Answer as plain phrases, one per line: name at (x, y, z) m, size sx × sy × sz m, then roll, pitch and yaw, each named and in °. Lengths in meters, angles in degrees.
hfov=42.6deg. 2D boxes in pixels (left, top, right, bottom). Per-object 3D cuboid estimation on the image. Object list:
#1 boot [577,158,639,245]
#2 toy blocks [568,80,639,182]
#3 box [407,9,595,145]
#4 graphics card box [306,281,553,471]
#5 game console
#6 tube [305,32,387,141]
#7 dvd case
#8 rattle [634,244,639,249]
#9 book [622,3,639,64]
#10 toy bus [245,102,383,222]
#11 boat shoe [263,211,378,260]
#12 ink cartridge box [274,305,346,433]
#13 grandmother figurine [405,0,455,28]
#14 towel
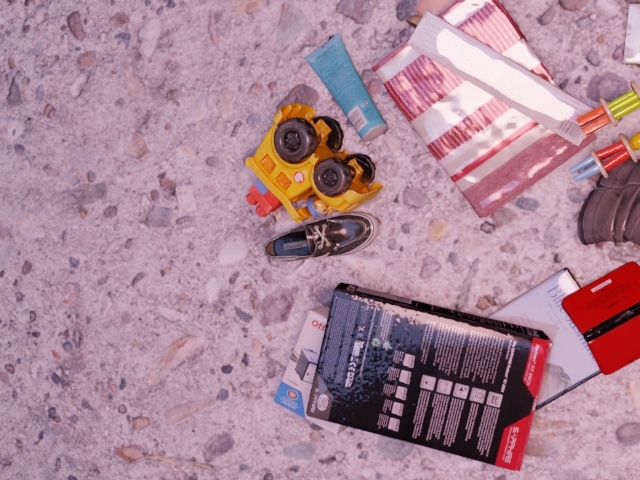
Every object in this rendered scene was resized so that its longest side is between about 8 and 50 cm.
boot at (0.561, -0.113, 1.276) m, size 0.338 × 0.118 × 0.222 m, roll -43°, pitch 32°, yaw -18°
toy blocks at (0.442, -0.160, 1.272) m, size 0.148 × 0.054 × 0.123 m, roll -30°, pitch 114°, yaw 19°
box at (0.294, -0.263, 1.328) m, size 0.324 × 0.063 × 0.067 m, roll 31°, pitch 107°, yaw 3°
graphics card box at (0.179, 0.227, 1.394) m, size 0.370 × 0.094 × 0.233 m, roll 12°, pitch 97°, yaw 6°
game console at (0.493, 0.128, 1.358) m, size 0.144 × 0.085 × 0.124 m, roll -30°, pitch 50°, yaw 3°
tube at (0.050, -0.280, 1.515) m, size 0.080 × 0.052 × 0.207 m, roll -33°, pitch 75°, yaw 13°
dvd case at (0.369, 0.189, 1.418) m, size 0.253 × 0.022 × 0.180 m, roll -36°, pitch 79°, yaw 17°
rattle at (0.573, 0.007, 1.334) m, size 0.199 × 0.142 × 0.130 m, roll -13°, pitch 54°, yaw 35°
book at (0.569, -0.330, 1.328) m, size 0.144 × 0.035 × 0.096 m, roll 5°, pitch 94°, yaw 17°
toy bus at (-0.030, -0.108, 1.500) m, size 0.220 × 0.149 × 0.211 m, roll 47°, pitch 114°, yaw 11°
boat shoe at (0.000, 0.000, 1.525) m, size 0.219 × 0.070 × 0.078 m, roll -16°, pitch 86°, yaw 20°
ink cartridge box at (0.016, 0.236, 1.520) m, size 0.139 × 0.082 × 0.191 m, roll 24°, pitch 100°, yaw 19°
grandmother figurine at (0.280, -0.498, 1.400) m, size 0.207 × 0.104 × 0.342 m, roll 32°, pitch 100°, yaw -11°
towel at (0.274, -0.233, 1.392) m, size 0.237 × 0.037 × 0.329 m, roll -36°, pitch 95°, yaw 17°
